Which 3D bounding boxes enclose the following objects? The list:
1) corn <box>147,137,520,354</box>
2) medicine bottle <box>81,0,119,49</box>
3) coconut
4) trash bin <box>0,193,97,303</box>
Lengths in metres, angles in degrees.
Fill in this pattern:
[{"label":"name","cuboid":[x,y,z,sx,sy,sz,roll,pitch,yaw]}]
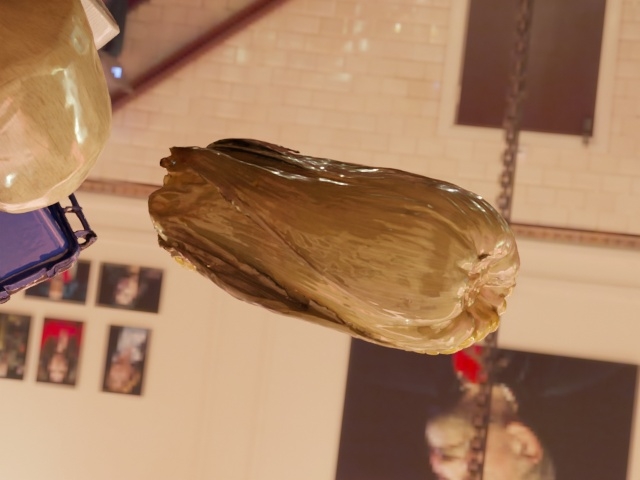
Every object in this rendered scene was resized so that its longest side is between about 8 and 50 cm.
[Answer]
[{"label":"corn","cuboid":[-0.001,-0.004,0.848,0.305,0.123,0.122,14,-178,36]},{"label":"medicine bottle","cuboid":[-0.440,-0.252,1.485,0.332,0.190,0.190,-33,172,4]},{"label":"coconut","cuboid":[-0.283,-0.138,0.986,0.224,0.224,0.224,7,176,0]},{"label":"trash bin","cuboid":[-0.394,-0.051,1.401,0.184,0.162,0.234,-26,150,-11]}]
